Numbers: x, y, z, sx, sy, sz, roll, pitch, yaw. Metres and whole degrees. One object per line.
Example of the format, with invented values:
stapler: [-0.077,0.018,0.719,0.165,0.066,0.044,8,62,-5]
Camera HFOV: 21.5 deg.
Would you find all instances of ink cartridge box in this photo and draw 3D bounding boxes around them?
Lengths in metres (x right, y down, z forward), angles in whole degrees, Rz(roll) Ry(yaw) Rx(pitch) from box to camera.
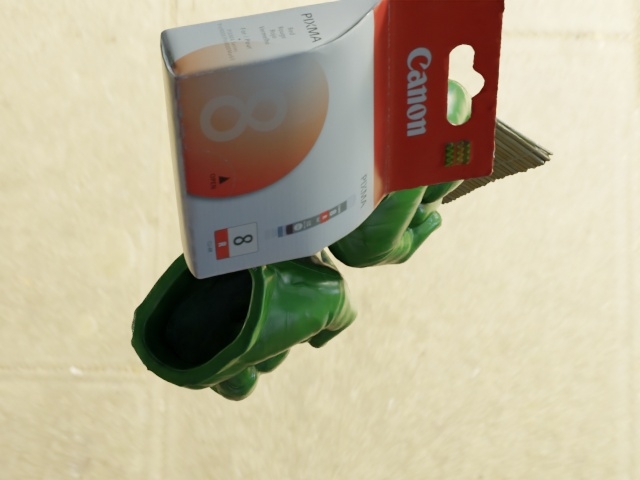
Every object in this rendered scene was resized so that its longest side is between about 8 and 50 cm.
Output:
ink cartridge box: [0.012,-0.056,0.873,0.179,0.145,0.045,-9,46,-7]

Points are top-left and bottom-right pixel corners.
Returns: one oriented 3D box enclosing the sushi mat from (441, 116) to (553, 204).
sushi mat: [0.071,-0.120,1.626,0.316,0.151,0.019,28,56,-38]

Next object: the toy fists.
toy fists: [0.000,0.000,1.123,0.096,0.142,0.279,45,104,12]
